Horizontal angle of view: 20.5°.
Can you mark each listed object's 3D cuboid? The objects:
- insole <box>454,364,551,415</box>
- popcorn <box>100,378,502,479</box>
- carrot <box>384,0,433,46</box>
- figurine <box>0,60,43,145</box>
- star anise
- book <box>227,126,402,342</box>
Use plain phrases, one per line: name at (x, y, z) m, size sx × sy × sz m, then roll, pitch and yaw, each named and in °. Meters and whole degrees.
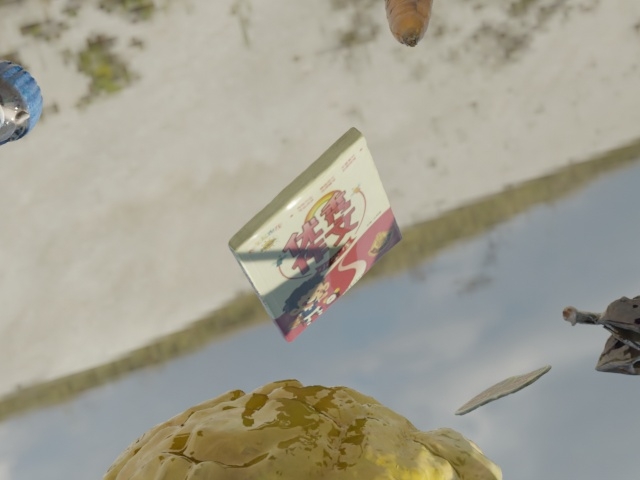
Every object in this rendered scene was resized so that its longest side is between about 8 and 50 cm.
insole at (0.195, 0.162, 1.905) m, size 0.065 × 0.006 × 0.193 m, roll -34°, pitch 178°, yaw -24°
popcorn at (-0.037, 0.274, 1.415) m, size 0.390 × 0.344 × 0.354 m, roll 18°, pitch 163°, yaw 27°
carrot at (0.064, -0.228, 1.471) m, size 0.066 × 0.062 × 0.271 m, roll 18°, pitch -157°, yaw -26°
figurine at (-0.304, -0.115, 1.550) m, size 0.086 × 0.087 × 0.149 m, roll 21°, pitch -168°, yaw 10°
star anise at (0.361, 0.086, 1.752) m, size 0.262 × 0.081 × 0.230 m, roll 14°, pitch 146°, yaw -8°
book at (0.000, 0.000, 1.701) m, size 0.162 × 0.022 × 0.232 m, roll -43°, pitch 155°, yaw -9°
